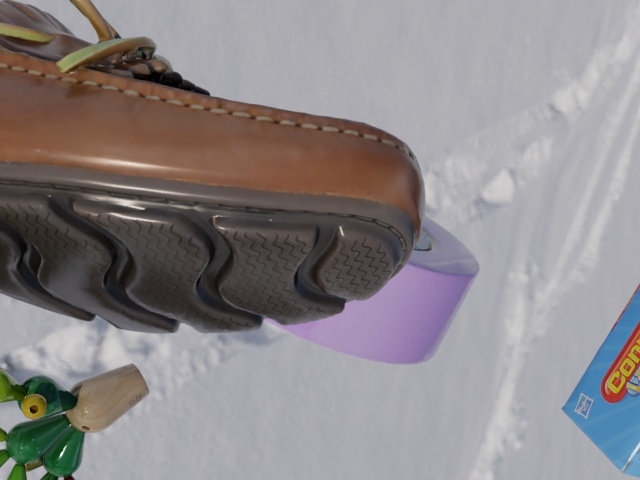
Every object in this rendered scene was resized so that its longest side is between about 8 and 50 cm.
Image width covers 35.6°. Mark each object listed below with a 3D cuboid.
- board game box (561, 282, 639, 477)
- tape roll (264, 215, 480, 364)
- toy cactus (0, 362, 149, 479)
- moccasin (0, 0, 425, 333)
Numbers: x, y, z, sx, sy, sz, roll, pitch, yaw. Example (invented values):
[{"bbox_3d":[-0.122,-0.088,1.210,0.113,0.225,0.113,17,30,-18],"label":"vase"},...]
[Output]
[{"bbox_3d":[0.395,0.067,0.801,0.308,0.086,0.302,19,107,-30],"label":"board game box"},{"bbox_3d":[0.000,0.000,0.889,0.274,0.274,0.090,2,118,-59],"label":"tape roll"},{"bbox_3d":[-0.235,0.170,0.882,0.180,0.112,0.219,-29,133,-22],"label":"toy cactus"},{"bbox_3d":[-0.137,-0.051,0.451,0.139,0.379,0.147,62,41,-55],"label":"moccasin"}]
